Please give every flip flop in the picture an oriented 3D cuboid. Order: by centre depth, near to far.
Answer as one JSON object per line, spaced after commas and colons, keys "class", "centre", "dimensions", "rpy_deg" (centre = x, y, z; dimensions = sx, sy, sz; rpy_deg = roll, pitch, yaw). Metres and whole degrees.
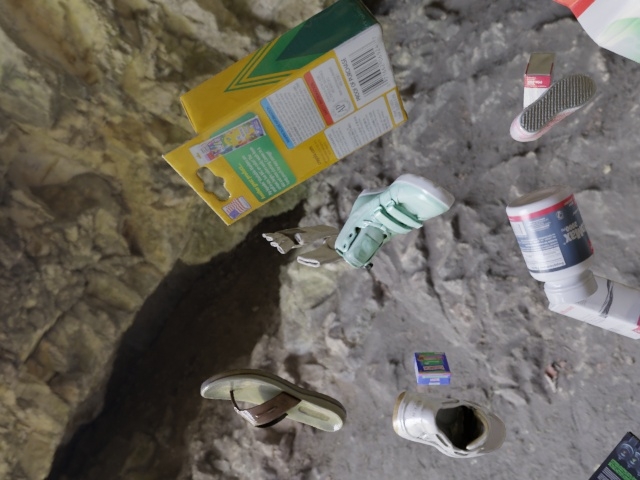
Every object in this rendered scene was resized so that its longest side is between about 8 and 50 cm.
{"class": "flip flop", "centre": [-0.084, 0.308, 1.102], "dimensions": [0.112, 0.277, 0.080], "rpy_deg": [126, 162, -48]}

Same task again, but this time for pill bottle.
{"class": "pill bottle", "centre": [0.389, 0.008, 1.000], "dimensions": [0.107, 0.180, 0.108], "rpy_deg": [-23, 8, 3]}

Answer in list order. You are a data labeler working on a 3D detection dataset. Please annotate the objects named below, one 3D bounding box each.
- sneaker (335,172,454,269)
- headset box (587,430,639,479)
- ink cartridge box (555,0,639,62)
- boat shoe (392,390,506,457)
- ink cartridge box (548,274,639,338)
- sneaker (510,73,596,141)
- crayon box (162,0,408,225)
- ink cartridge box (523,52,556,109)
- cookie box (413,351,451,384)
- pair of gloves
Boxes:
{"class": "sneaker", "centre": [0.112, -0.017, 0.981], "dimensions": [0.151, 0.094, 0.256], "rpy_deg": [-61, 17, -15]}
{"class": "headset box", "centre": [0.600, 0.518, 1.136], "dimensions": [0.283, 0.246, 0.131], "rpy_deg": [-55, 37, 7]}
{"class": "ink cartridge box", "centre": [0.465, -0.378, 0.938], "dimensions": [0.181, 0.224, 0.056], "rpy_deg": [126, 163, -76]}
{"class": "boat shoe", "centre": [0.239, 0.313, 0.997], "dimensions": [0.096, 0.277, 0.098], "rpy_deg": [-6, 69, 48]}
{"class": "ink cartridge box", "centre": [0.678, 0.152, 1.445], "dimensions": [0.158, 0.217, 0.092], "rpy_deg": [56, -127, -73]}
{"class": "sneaker", "centre": [0.335, -0.192, 0.889], "dimensions": [0.134, 0.051, 0.070], "rpy_deg": [-34, -7, -6]}
{"class": "crayon box", "centre": [-0.050, -0.175, 0.860], "dimensions": [0.322, 0.203, 0.083], "rpy_deg": [-31, 59, 2]}
{"class": "ink cartridge box", "centre": [0.487, -0.334, 1.347], "dimensions": [0.056, 0.135, 0.099], "rpy_deg": [7, 46, 23]}
{"class": "cookie box", "centre": [0.316, 0.362, 1.714], "dimensions": [0.107, 0.091, 0.040], "rpy_deg": [-87, -4, -67]}
{"class": "pair of gloves", "centre": [0.000, 0.000, 1.442], "dimensions": [0.240, 0.204, 0.042], "rpy_deg": [21, 118, 50]}
